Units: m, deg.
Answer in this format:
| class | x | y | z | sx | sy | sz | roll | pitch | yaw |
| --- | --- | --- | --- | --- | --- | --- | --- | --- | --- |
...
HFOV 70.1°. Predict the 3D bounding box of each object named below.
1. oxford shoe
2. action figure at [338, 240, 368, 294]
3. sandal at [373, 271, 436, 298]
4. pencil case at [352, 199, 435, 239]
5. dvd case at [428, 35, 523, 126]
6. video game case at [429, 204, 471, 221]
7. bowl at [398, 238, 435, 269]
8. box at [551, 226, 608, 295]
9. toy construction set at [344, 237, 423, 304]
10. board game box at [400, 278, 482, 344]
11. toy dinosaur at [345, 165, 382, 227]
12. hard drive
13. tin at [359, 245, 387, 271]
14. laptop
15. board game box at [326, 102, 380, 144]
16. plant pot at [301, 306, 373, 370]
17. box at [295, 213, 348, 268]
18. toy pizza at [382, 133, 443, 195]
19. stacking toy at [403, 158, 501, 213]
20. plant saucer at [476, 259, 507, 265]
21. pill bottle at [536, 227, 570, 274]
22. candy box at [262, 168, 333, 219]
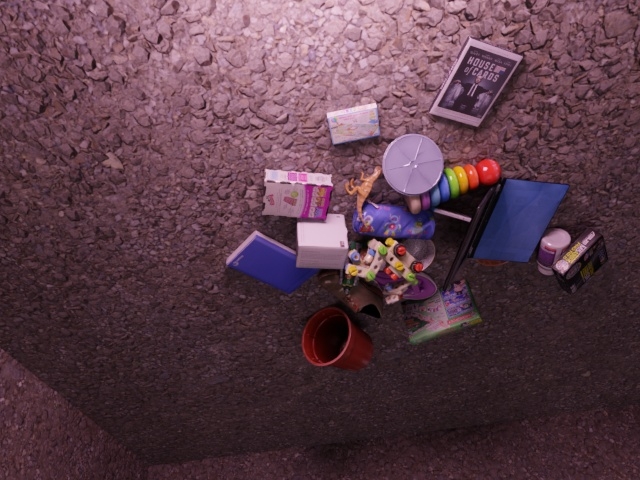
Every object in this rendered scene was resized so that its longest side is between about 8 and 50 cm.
| class | x | y | z | sx | sy | sz | roll | pitch | yaw |
| --- | --- | --- | --- | --- | --- | --- | --- | --- | --- |
| oxford shoe | 0.143 | 0.235 | 1.958 | 0.348 | 0.130 | 0.123 | 24 | 130 | -25 |
| action figure | 0.119 | 0.117 | 1.845 | 0.137 | 0.063 | 0.232 | 7 | 116 | 4 |
| sandal | 0.331 | 0.186 | 1.945 | 0.416 | 0.102 | 0.169 | 25 | 128 | -27 |
| pencil case | 0.269 | -0.076 | 1.666 | 0.306 | 0.119 | 0.133 | 5 | 123 | -10 |
| dvd case | 0.455 | -0.464 | 1.354 | 0.179 | 0.030 | 0.239 | 10 | 134 | -16 |
| video game case | 0.457 | -0.108 | 1.654 | 0.166 | 0.119 | 0.015 | 14 | 107 | -18 |
| bowl | 0.359 | 0.041 | 1.805 | 0.170 | 0.080 | 0.170 | -6 | 118 | -11 |
| box | 1.056 | 0.091 | 1.850 | 0.216 | 0.060 | 0.270 | -48 | 138 | 5 |
| toy construction set | 0.248 | 0.115 | 1.692 | 0.215 | 0.151 | 0.327 | -49 | 127 | -3 |
| board game box | 0.526 | 0.315 | 2.015 | 0.317 | 0.214 | 0.046 | -24 | 133 | 19 |
| toy dinosaur | 0.141 | -0.162 | 1.555 | 0.112 | 0.064 | 0.212 | 25 | 99 | 21 |
| hard drive | -0.191 | 0.098 | 1.855 | 0.318 | 0.040 | 0.210 | 29 | 126 | -30 |
| tin | 0.238 | 0.075 | 1.806 | 0.189 | 0.106 | 0.040 | 0 | -179 | -32 |
| laptop | 0.671 | -0.009 | 1.657 | 0.236 | 0.408 | 0.382 | 27 | 131 | 21 |
| board game box | 0.105 | -0.363 | 1.427 | 0.154 | 0.026 | 0.103 | -10 | 135 | 5 |
| plant pot | 0.099 | 0.481 | 2.131 | 0.272 | 0.273 | 0.265 | -30 | 138 | 23 |
| box | 0.000 | 0.000 | 1.674 | 0.181 | 0.181 | 0.119 | 3 | 134 | -7 |
| toy pizza | 0.301 | -0.246 | 1.488 | 0.201 | 0.032 | 0.201 | 0 | 91 | -3 |
| stacking toy | 0.451 | -0.203 | 1.560 | 0.330 | 0.141 | 0.141 | -18 | 134 | 3 |
| plant saucer | 0.727 | 0.026 | 1.867 | 0.199 | 0.037 | 0.200 | -2 | 135 | -2 |
| pill bottle | 0.944 | 0.051 | 1.859 | 0.108 | 0.108 | 0.194 | -10 | 135 | 5 |
| candy box | -0.083 | -0.159 | 1.585 | 0.233 | 0.071 | 0.159 | 3 | 135 | -9 |
